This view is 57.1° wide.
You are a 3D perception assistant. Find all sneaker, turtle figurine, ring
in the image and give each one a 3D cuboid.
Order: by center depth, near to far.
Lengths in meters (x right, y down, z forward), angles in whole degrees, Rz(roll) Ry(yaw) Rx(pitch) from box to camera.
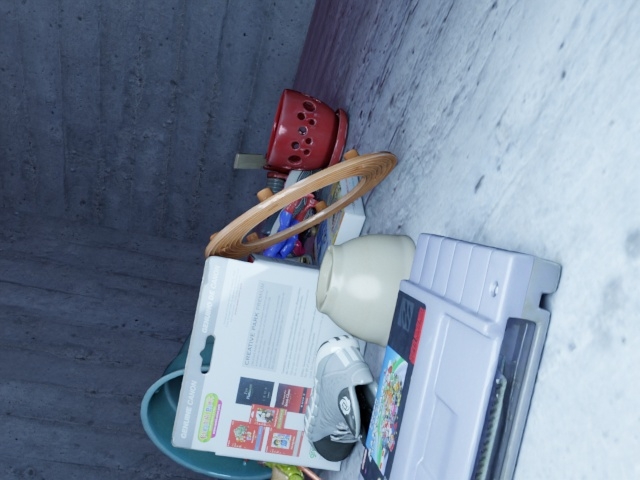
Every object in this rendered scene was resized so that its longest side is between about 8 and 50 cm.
[{"bbox_3d":[0.039,0.254,0.803,0.132,0.086,0.229,-132,35,-51],"label":"sneaker"},{"bbox_3d":[-0.033,-0.056,0.934,0.032,0.336,0.336,61,161,7],"label":"ring"},{"bbox_3d":[-0.072,0.444,1.060,0.269,0.087,0.217,17,108,40],"label":"turtle figurine"},{"bbox_3d":[-0.041,-0.084,1.532,0.121,0.112,0.299,52,-125,-54],"label":"sneaker"}]

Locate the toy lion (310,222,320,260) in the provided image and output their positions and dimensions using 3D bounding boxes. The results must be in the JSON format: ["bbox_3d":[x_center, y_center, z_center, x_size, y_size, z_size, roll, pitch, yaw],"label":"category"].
[{"bbox_3d":[0.000,0.000,1.419,0.100,0.034,0.096,120,152,-59],"label":"toy lion"}]

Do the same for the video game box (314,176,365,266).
[{"bbox_3d":[0.034,-0.019,1.204,0.187,0.048,0.205,-98,21,-54],"label":"video game box"}]

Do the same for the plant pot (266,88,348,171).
[{"bbox_3d":[-0.030,-0.261,1.447,0.191,0.174,0.191,-169,90,-80],"label":"plant pot"}]

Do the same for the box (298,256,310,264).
[{"bbox_3d":[-0.020,0.155,1.160,0.201,0.021,0.164,78,-169,-52],"label":"box"}]

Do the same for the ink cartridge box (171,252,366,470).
[{"bbox_3d":[-0.078,0.186,0.960,0.130,0.272,0.309,-159,81,-79],"label":"ink cartridge box"}]

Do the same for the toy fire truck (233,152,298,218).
[{"bbox_3d":[-0.135,-0.161,1.699,0.158,0.246,0.217,177,104,-80],"label":"toy fire truck"}]

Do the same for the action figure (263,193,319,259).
[{"bbox_3d":[-0.067,0.042,1.195,0.280,0.139,0.091,-55,-34,-3],"label":"action figure"}]

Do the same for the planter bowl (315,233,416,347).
[{"bbox_3d":[0.056,0.062,0.827,0.162,0.109,0.162,-169,90,-79],"label":"planter bowl"}]

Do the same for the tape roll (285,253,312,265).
[{"bbox_3d":[-0.101,0.168,1.581,0.286,0.100,0.286,-169,90,-80],"label":"tape roll"}]

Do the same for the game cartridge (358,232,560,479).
[{"bbox_3d":[0.109,0.175,0.571,0.230,0.068,0.355,-158,79,-75],"label":"game cartridge"}]

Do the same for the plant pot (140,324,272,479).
[{"bbox_3d":[-0.165,0.273,1.279,0.334,0.341,0.341,-79,6,-54],"label":"plant pot"}]
